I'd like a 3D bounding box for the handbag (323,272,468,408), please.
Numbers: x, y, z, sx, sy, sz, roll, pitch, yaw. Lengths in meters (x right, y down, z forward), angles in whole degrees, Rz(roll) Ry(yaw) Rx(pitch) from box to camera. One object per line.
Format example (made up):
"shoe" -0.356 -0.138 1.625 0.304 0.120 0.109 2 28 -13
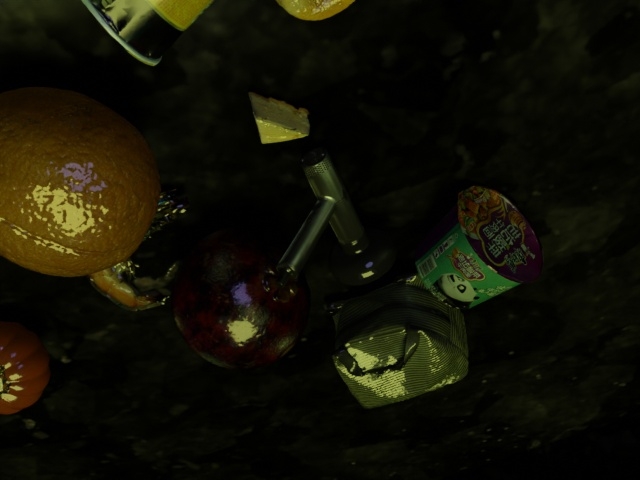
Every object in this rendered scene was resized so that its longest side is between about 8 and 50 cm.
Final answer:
"handbag" 0.175 0.239 2.048 0.340 0.247 0.240 -21 138 19

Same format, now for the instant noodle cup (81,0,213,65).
"instant noodle cup" -0.229 -0.410 1.246 0.236 0.216 0.215 -34 136 13

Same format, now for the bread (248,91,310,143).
"bread" -0.072 -0.233 1.563 0.109 0.084 0.080 -10 142 -2

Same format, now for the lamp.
"lamp" -0.733 0.291 1.921 0.223 0.196 0.223 3 106 10

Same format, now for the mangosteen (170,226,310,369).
"mangosteen" -0.190 0.136 1.809 0.306 0.306 0.359 22 145 -34

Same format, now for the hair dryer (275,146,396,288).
"hair dryer" -0.006 0.008 1.751 0.284 0.155 0.320 -54 135 -15

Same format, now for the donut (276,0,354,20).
"donut" -0.001 -0.434 1.364 0.162 0.065 0.178 22 128 -34

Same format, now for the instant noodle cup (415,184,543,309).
"instant noodle cup" 0.343 0.030 1.868 0.251 0.251 0.190 17 141 -30

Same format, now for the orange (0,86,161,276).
"orange" -0.464 -0.101 1.448 0.357 0.322 0.322 19 131 -23

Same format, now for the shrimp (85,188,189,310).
"shrimp" -0.364 0.026 1.728 0.290 0.222 0.054 -32 180 15
